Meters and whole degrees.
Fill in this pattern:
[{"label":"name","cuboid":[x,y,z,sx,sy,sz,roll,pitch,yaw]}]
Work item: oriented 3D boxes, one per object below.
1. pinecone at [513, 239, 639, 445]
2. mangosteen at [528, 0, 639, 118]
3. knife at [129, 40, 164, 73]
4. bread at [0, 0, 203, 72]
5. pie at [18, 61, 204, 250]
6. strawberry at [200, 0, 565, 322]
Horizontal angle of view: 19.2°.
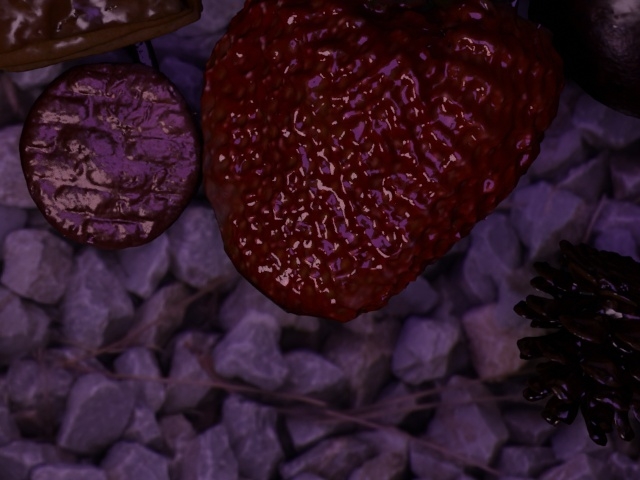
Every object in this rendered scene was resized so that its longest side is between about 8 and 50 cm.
[{"label":"pinecone","cuboid":[0.277,0.101,1.804,0.208,0.208,0.207,0,91,-8]},{"label":"mangosteen","cuboid":[0.310,-0.261,1.751,0.293,0.297,0.297,8,90,-9]},{"label":"knife","cuboid":[-0.165,-0.148,1.820,0.046,0.021,0.222,-25,98,-7]},{"label":"bread","cuboid":[-0.242,-0.332,1.690,0.277,0.167,0.324,-11,112,19]},{"label":"pie","cuboid":[-0.198,-0.081,1.792,0.182,0.049,0.182,0,99,1]},{"label":"strawberry","cuboid":[0.037,-0.096,1.740,0.312,0.267,0.351,29,93,15]}]
